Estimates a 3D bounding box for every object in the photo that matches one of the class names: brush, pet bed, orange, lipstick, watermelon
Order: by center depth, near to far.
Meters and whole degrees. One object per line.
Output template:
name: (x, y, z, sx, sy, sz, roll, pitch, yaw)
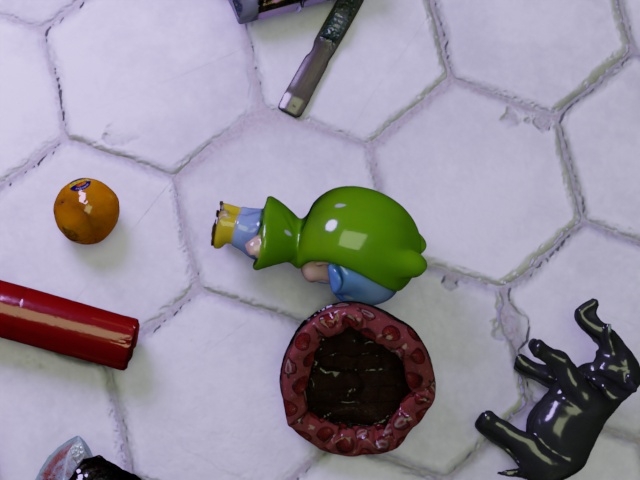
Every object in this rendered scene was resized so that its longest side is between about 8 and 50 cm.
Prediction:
watermelon: (-0.298, 0.274, 1.711, 0.085, 0.061, 0.085, 0, 88, -6)
lipstick: (-0.357, 0.090, 1.736, 0.280, 0.073, 0.073, 16, 77, -4)
pet bed: (0.043, 0.171, 1.746, 0.201, 0.053, 0.201, -1, 112, -2)
orange: (-0.286, -0.036, 1.766, 0.083, 0.083, 0.083, 1, 79, -7)
brush: (0.003, -0.246, 1.872, 0.034, 0.027, 0.190, 29, 78, 1)

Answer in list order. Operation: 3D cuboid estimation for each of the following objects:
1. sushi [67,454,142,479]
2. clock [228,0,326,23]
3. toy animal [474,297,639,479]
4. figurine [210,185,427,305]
sushi: (-0.264, 0.357, 1.614, 0.127, 0.124, 0.225, 28, 66, 15)
clock: (-0.056, -0.410, 1.867, 0.186, 0.083, 0.253, -16, 81, -10)
toy animal: (0.302, 0.192, 1.795, 0.146, 0.114, 0.245, 32, 98, 6)
figurine: (0.000, 0.000, 1.764, 0.263, 0.162, 0.143, 10, 103, 1)
